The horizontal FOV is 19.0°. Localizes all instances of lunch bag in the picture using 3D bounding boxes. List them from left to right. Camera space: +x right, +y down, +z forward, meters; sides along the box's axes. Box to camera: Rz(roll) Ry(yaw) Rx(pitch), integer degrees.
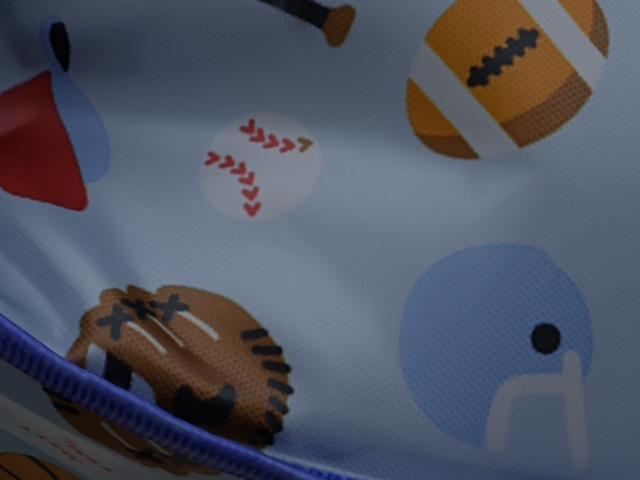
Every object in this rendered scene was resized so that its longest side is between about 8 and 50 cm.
[{"bbox_3d":[0.000,0.000,0.576,0.386,0.238,0.328,8,-16,-13],"label":"lunch bag"}]
